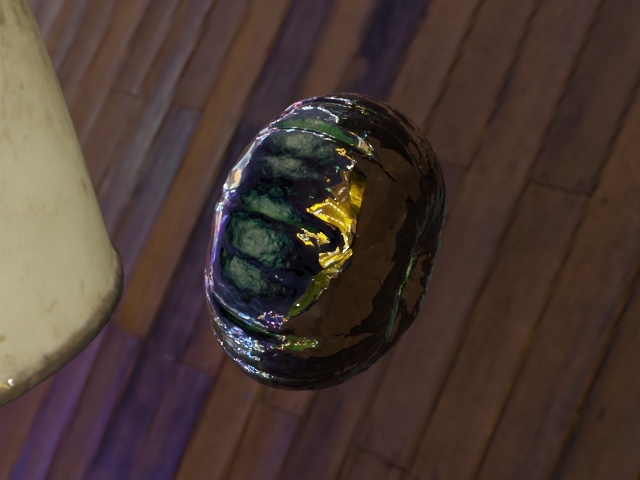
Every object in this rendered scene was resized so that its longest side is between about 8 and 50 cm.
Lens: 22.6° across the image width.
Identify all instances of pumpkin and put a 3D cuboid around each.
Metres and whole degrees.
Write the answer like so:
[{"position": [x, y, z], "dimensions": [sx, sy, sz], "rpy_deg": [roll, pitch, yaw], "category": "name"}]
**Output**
[{"position": [0.000, 0.000, 1.026], "dimensions": [0.140, 0.202, 0.202], "rpy_deg": [22, 86, 14], "category": "pumpkin"}]

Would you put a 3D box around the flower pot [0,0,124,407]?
[{"position": [-0.280, -0.085, 0.820], "dimensions": [0.293, 0.330, 0.293], "rpy_deg": [-10, 26, 5], "category": "flower pot"}]
